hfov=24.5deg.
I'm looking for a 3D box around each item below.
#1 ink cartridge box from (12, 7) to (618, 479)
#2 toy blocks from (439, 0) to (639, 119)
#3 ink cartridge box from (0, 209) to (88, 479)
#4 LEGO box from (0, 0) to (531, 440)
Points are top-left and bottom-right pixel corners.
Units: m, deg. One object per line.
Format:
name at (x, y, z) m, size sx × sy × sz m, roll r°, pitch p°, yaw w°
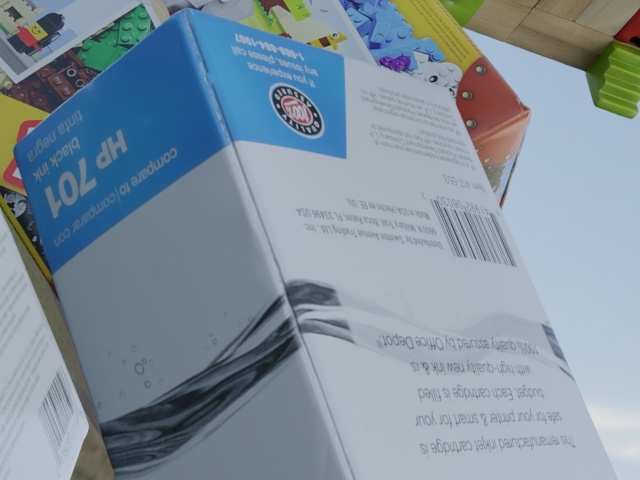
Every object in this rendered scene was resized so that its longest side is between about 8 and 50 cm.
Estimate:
ink cartridge box at (0.009, 0.043, 0.428) m, size 0.082 × 0.191 × 0.139 m, roll -31°, pitch -22°, yaw 30°
toy blocks at (0.314, -0.277, 1.388) m, size 0.381 × 0.191 × 0.261 m, roll 15°, pitch -44°, yaw -25°
ink cartridge box at (-0.179, 0.030, 0.623) m, size 0.275 × 0.060 × 0.239 m, roll -98°, pitch 168°, yaw -77°
LEGO box at (-0.136, -0.152, 1.193) m, size 0.500 × 0.372 × 0.193 m, roll 53°, pitch -20°, yaw 23°
